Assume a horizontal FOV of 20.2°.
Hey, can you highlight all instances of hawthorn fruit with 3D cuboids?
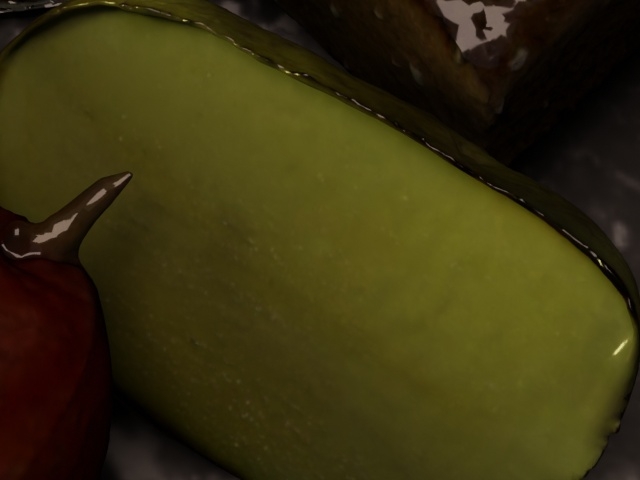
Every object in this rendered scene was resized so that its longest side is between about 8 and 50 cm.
[{"bbox_3d":[-0.164,0.059,0.632,0.189,0.189,0.251,41,82,21],"label":"hawthorn fruit"}]

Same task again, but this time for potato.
[{"bbox_3d":[0.000,0.000,0.685,0.271,0.160,0.111,28,28,15],"label":"potato"}]

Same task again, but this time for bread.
[{"bbox_3d":[-0.014,-0.217,0.770,0.165,0.113,0.416,-39,68,-12],"label":"bread"}]

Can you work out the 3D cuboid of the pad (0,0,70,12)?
[{"bbox_3d":[-0.104,-0.181,0.831,0.233,0.022,0.174,-3,64,3],"label":"pad"}]
